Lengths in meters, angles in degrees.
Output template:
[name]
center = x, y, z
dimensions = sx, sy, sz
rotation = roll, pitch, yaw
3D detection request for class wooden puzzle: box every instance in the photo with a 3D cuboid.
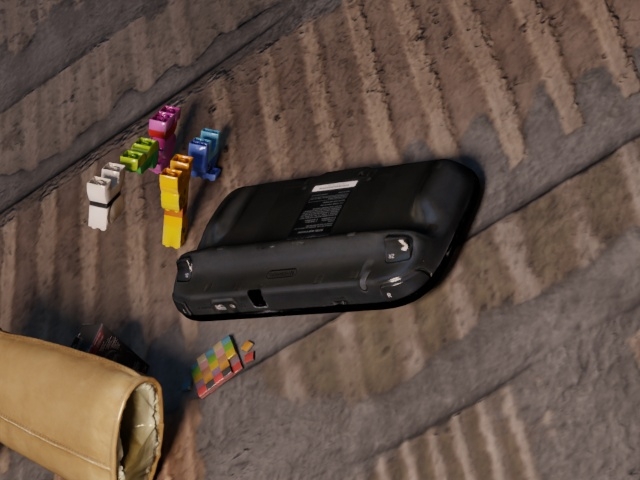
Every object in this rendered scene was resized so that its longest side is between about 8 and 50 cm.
[wooden puzzle]
center = -0.097, 0.117, 1.636
dimensions = 0.083, 0.006, 0.049
rotation = -38, 36, 9

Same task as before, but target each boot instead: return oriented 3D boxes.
[boot]
center = -0.273, 0.191, 1.638
dimensions = 0.269, 0.236, 0.089
rotation = 20, 31, 30

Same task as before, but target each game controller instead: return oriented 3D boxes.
[game controller]
center = 0.000, 0.000, 1.627
dimensions = 0.319, 0.067, 0.166
rotation = -5, 36, 41

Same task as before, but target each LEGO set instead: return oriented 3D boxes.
[LEGO set]
center = -0.161, -0.051, 1.800
dimensions = 0.087, 0.093, 0.227
rotation = 12, 26, 12

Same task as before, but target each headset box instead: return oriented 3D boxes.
[headset box]
center = -0.210, 0.123, 1.675
dimensions = 0.032, 0.083, 0.062
rotation = -4, 53, 42
